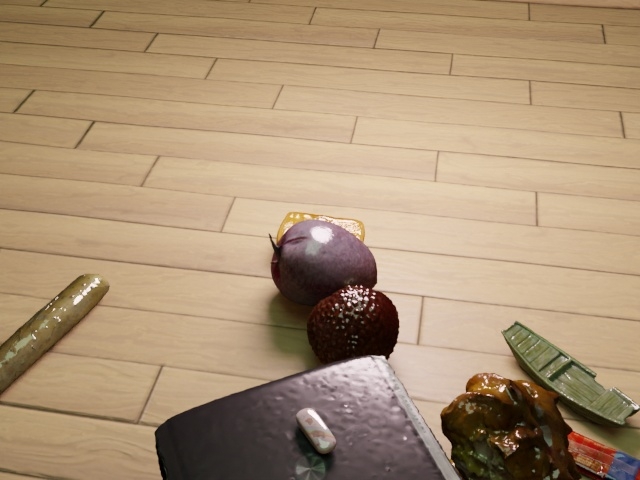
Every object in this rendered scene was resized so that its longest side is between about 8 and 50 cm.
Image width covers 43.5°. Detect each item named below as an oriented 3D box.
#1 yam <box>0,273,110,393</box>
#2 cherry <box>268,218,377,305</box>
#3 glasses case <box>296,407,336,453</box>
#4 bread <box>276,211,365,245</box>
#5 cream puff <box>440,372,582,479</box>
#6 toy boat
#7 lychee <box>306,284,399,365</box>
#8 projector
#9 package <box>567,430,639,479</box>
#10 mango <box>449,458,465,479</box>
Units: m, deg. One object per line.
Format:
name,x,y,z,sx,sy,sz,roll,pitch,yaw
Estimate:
yam,-0.574,0.194,1.637,0.083,0.083,0.371,18,45,21
cherry,-0.005,0.051,1.692,0.266,0.183,0.213,19,-4,-12
glasses case,-0.007,0.282,1.192,0.032,0.021,0.083,-23,44,-20
bread,0.000,0.000,1.848,0.200,0.077,0.116,7,40,7
cream puff,0.316,0.337,1.342,0.269,0.155,0.241,34,41,-23
toy boat,0.472,0.262,1.548,0.093,0.055,0.293,-29,48,-28
lychee,0.066,0.174,1.566,0.194,0.194,0.194,-1,40,1
projector,-0.014,0.421,1.232,0.405,0.242,0.395,-16,44,-16
package,0.491,0.391,1.421,0.200,0.022,0.083,22,46,26
mango,0.247,0.420,1.366,0.079,0.057,0.114,5,45,-7
